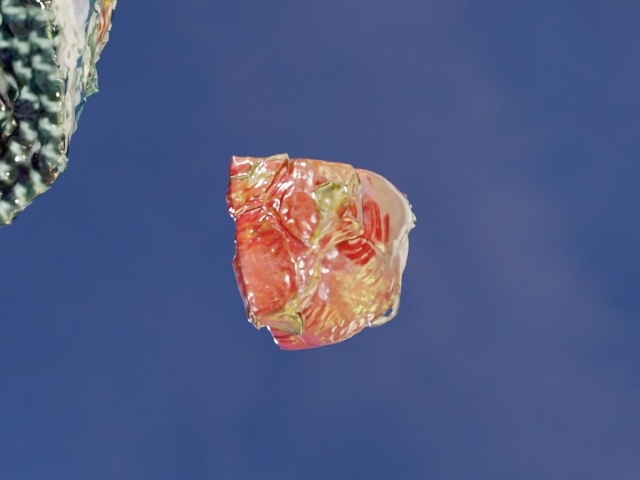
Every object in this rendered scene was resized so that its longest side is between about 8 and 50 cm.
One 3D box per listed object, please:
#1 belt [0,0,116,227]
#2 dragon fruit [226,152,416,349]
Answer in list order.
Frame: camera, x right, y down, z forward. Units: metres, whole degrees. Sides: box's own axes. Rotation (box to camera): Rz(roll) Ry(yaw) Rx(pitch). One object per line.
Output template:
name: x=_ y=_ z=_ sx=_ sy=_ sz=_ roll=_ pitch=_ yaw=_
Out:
belt: x=-0.202 y=-0.134 z=0.633 sx=0.207 sy=0.160 sz=0.295 roll=-35 pitch=-72 yaw=12
dragon fruit: x=0.000 y=0.002 z=1.163 sx=0.127 sy=0.161 sz=0.121 roll=-13 pitch=-118 yaw=16
